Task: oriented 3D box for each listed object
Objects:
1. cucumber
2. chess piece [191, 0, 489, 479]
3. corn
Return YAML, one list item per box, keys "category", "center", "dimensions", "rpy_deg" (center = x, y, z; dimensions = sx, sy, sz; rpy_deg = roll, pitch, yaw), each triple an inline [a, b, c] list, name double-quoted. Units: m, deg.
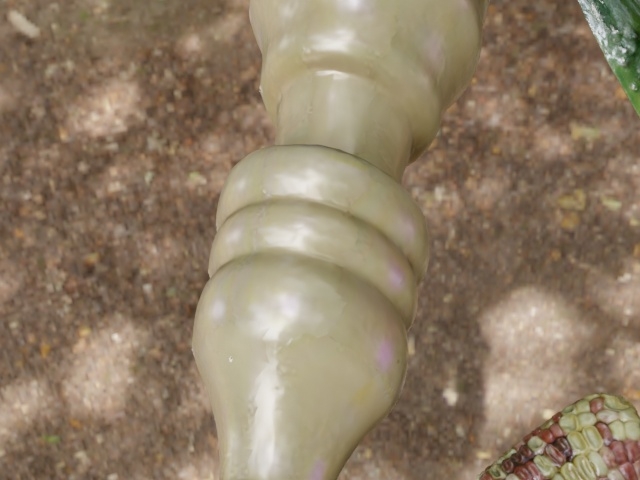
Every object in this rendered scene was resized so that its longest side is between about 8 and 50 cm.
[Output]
- category: "cucumber"
  center: [0.172, -0.115, 0.678]
  dimensions: [0.035, 0.107, 0.067]
  rpy_deg: [-26, 21, 24]
- category: "chess piece"
  center: [0.000, 0.000, 0.529]
  dimensions: [0.124, 0.139, 0.307]
  rpy_deg: [20, 64, -17]
- category: "corn"
  center: [0.120, 0.218, 0.867]
  dimensions: [0.290, 0.098, 0.098]
  rpy_deg: [-36, 48, -3]
